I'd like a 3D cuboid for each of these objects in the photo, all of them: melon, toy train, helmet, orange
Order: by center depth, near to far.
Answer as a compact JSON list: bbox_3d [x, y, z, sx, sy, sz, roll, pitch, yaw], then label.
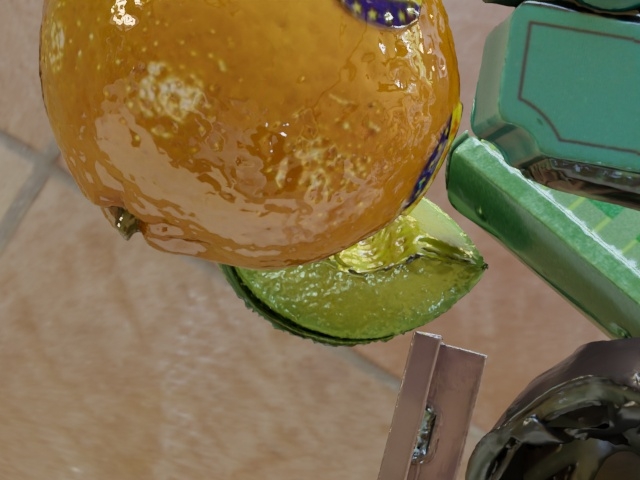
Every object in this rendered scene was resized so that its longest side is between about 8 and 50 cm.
[{"bbox_3d":[-0.029,-0.067,0.670,0.177,0.177,0.155,22,104,-12],"label":"orange"},{"bbox_3d":[0.175,-0.095,0.863,0.198,0.107,0.154,12,88,-3],"label":"toy train"},{"bbox_3d":[0.267,0.169,1.206,0.177,0.305,0.225,-45,125,-56],"label":"helmet"},{"bbox_3d":[0.264,-0.029,1.429,0.202,0.120,0.301,-39,60,-14],"label":"toy train"},{"bbox_3d":[0.000,0.000,1.524,0.265,0.169,0.129,18,112,-15],"label":"melon"}]

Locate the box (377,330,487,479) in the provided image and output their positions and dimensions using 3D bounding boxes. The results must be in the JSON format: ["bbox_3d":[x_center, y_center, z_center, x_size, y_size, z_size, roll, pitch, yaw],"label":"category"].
[{"bbox_3d":[0.124,0.218,1.856,0.086,0.215,0.215,14,82,6],"label":"box"}]
